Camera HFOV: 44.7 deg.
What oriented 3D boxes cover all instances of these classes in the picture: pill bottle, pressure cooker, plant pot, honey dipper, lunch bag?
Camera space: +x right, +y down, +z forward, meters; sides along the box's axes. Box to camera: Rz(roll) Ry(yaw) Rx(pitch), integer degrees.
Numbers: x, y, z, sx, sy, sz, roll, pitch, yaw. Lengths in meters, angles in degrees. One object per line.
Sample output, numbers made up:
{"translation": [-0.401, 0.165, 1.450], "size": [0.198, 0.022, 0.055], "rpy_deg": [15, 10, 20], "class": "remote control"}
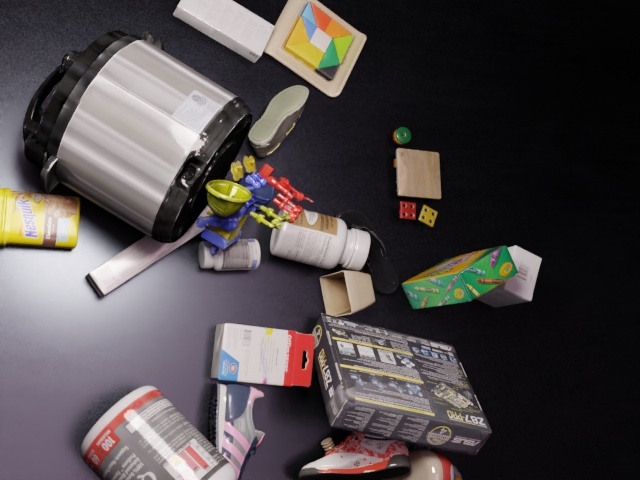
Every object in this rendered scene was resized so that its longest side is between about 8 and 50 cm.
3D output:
{"translation": [-0.307, 0.497, 1.626], "size": [0.363, 0.210, 0.210], "rpy_deg": [42, 65, 13], "class": "pill bottle"}
{"translation": [-0.221, 0.034, 1.880], "size": [0.137, 0.078, 0.078], "rpy_deg": [0, 81, -24], "class": "pill bottle"}
{"translation": [-0.401, -0.244, 1.678], "size": [0.420, 0.370, 0.375], "rpy_deg": [31, 107, -1], "class": "pressure cooker"}
{"translation": [0.000, 0.000, 1.938], "size": [0.229, 0.131, 0.131], "rpy_deg": [15, 75, -13], "class": "pill bottle"}
{"translation": [0.076, 0.132, 1.981], "size": [0.096, 0.109, 0.109], "rpy_deg": [-7, 83, -35], "class": "plant pot"}
{"translation": [0.050, 0.564, 1.931], "size": [0.030, 0.030, 0.160], "rpy_deg": [-30, 98, -25], "class": "honey dipper"}
{"translation": [-0.163, -0.120, 1.941], "size": [0.098, 0.065, 0.067], "rpy_deg": [20, 58, -18], "class": "lunch bag"}

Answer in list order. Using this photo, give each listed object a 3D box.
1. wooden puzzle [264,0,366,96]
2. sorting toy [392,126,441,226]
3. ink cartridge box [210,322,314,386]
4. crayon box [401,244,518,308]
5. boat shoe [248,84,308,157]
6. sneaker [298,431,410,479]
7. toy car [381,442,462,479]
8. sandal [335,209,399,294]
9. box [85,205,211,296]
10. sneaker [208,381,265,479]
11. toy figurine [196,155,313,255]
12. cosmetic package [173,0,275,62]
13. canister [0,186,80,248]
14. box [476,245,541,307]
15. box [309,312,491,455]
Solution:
{"translation": [-0.009, -0.534, 2.095], "size": [0.239, 0.044, 0.221], "rpy_deg": [30, 70, -16], "class": "wooden puzzle"}
{"translation": [0.262, -0.170, 2.144], "size": [0.132, 0.046, 0.274], "rpy_deg": [3, 79, -23], "class": "sorting toy"}
{"translation": [-0.137, 0.278, 1.871], "size": [0.231, 0.078, 0.134], "rpy_deg": [10, 77, -22], "class": "ink cartridge box"}
{"translation": [0.353, 0.098, 2.007], "size": [0.165, 0.278, 0.081], "rpy_deg": [-27, 93, -26], "class": "crayon box"}
{"translation": [-0.104, -0.308, 2.002], "size": [0.081, 0.068, 0.227], "rpy_deg": [25, 61, 25], "class": "boat shoe"}
{"translation": [0.075, 0.509, 1.890], "size": [0.270, 0.090, 0.145], "rpy_deg": [-7, 49, -3], "class": "sneaker"}
{"translation": [0.295, 0.601, 1.947], "size": [0.238, 0.210, 0.219], "rpy_deg": [18, 62, -33], "class": "toy car"}
{"translation": [0.134, 0.022, 2.048], "size": [0.097, 0.054, 0.254], "rpy_deg": [-36, 96, -25], "class": "sandal"}
{"translation": [-0.391, 0.017, 1.817], "size": [0.324, 0.063, 0.067], "rpy_deg": [-37, 97, -25], "class": "box"}
{"translation": [-0.189, 0.489, 1.792], "size": [0.131, 0.112, 0.319], "rpy_deg": [5, 80, -20], "class": "sneaker"}
{"translation": [-0.182, -0.033, 1.752], "size": [0.191, 0.362, 0.217], "rpy_deg": [37, 109, 0], "class": "toy figurine"}
{"translation": [-0.245, -0.560, 1.987], "size": [0.239, 0.060, 0.098], "rpy_deg": [29, 72, -17], "class": "cosmetic package"}
{"translation": [-0.625, -0.046, 1.722], "size": [0.170, 0.073, 0.126], "rpy_deg": [5, 79, -24], "class": "canister"}
{"translation": [0.505, 0.102, 2.131], "size": [0.091, 0.170, 0.130], "rpy_deg": [24, 72, -16], "class": "box"}
{"translation": [0.186, 0.342, 1.888], "size": [0.395, 0.318, 0.097], "rpy_deg": [16, 117, -21], "class": "box"}
